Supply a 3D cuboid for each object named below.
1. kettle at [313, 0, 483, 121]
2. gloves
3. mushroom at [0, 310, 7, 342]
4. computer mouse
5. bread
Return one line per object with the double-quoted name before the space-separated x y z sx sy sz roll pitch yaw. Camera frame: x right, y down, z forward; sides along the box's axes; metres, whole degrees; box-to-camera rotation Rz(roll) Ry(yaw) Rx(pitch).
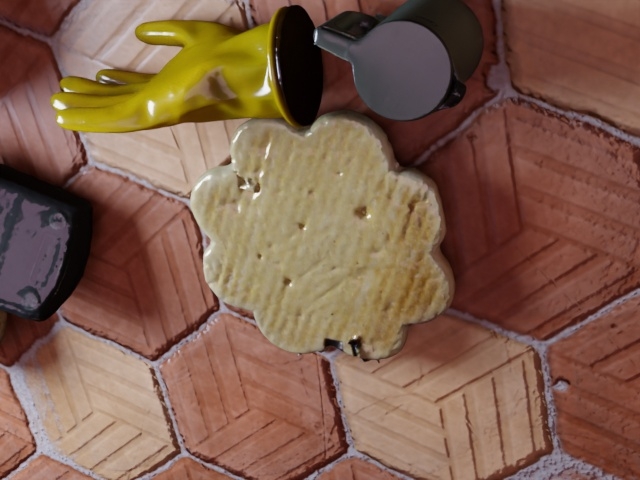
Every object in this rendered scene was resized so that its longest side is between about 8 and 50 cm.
"kettle" 0.082 -0.178 0.726 0.098 0.148 0.127 -32 99 29
"gloves" -0.154 -0.166 0.823 0.294 0.133 0.116 -1 112 21
"mushroom" -0.507 0.097 1.074 0.166 0.127 0.166 6 118 11
"computer mouse" -0.423 -0.013 0.998 0.269 0.100 0.170 22 97 -1
"bread" 0.000 0.000 0.889 0.316 0.054 0.316 8 116 17
